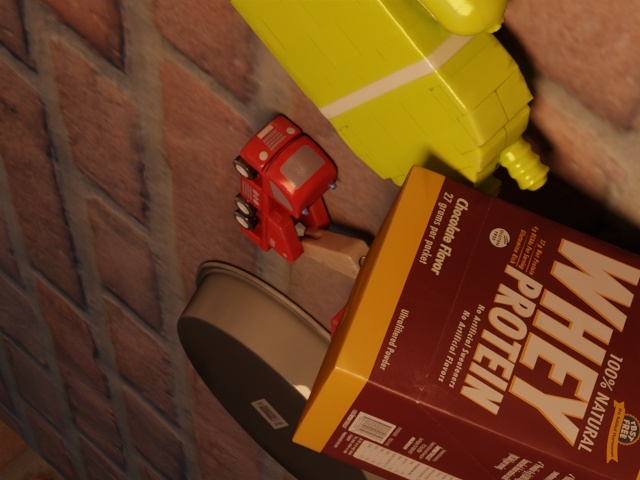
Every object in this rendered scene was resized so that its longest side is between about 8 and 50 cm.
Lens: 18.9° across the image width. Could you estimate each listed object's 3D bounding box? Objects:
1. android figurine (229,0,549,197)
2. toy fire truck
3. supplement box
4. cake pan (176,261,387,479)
[{"bbox_3d":[0.024,-0.127,1.085,0.273,0.056,0.248,49,161,-7],"label":"android figurine"},{"bbox_3d":[0.000,0.000,1.416,0.135,0.047,0.192,40,160,15],"label":"toy fire truck"},{"bbox_3d":[0.106,0.077,1.127,0.194,0.129,0.191,22,160,-1],"label":"supplement box"},{"bbox_3d":[-0.025,0.144,1.761,0.293,0.054,0.293,40,161,17],"label":"cake pan"}]
